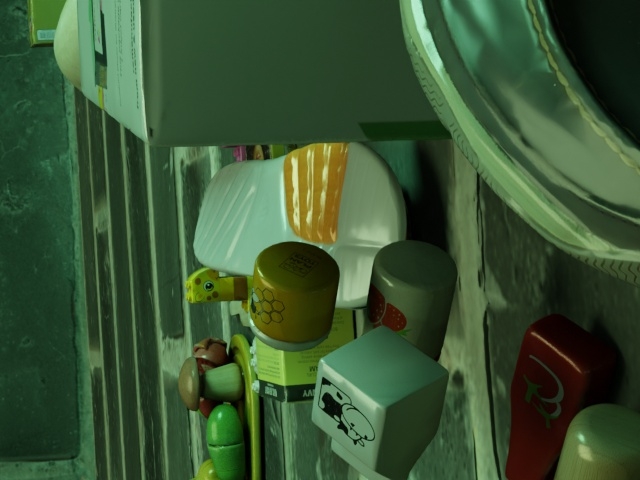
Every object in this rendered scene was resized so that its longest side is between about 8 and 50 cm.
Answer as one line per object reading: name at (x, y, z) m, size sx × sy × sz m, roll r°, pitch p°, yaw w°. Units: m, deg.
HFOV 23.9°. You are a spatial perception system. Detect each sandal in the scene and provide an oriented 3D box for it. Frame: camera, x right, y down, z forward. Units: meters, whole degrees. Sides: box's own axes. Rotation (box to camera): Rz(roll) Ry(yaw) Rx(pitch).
sandal at (0.002, -0.011, 0.984) m, size 0.265 × 0.076 × 0.102 m, roll 10°, pitch 86°, yaw 62°

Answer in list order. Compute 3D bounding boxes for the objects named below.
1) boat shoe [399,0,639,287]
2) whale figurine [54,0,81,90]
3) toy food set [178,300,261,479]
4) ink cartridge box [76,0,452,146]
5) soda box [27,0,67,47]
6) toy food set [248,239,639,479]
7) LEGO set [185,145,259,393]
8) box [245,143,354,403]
boat shoe at (0.091, -0.140, 0.508) m, size 0.130 × 0.132 × 0.355 m, roll 104°, pitch 157°, yaw -49°
whale figurine at (-0.065, -0.196, 1.061) m, size 0.272 × 0.141 × 0.216 m, roll -53°, pitch 7°, yaw -15°
toy food set at (-0.102, 0.160, 1.442) m, size 0.128 × 0.071 × 0.218 m, roll -159°, pitch 67°, yaw -74°
ink cartridge box at (-0.011, -0.119, 0.764) m, size 0.278 × 0.201 × 0.117 m, roll -146°, pitch 55°, yaw -72°
soda box at (-0.205, -0.230, 1.543) m, size 0.061 × 0.181 × 0.058 m, roll -166°, pitch 73°, yaw -75°
toy food set at (0.063, 0.093, 0.669) m, size 0.232 × 0.111 × 0.104 m, roll 35°, pitch 134°, yaw 32°
LEGO set at (-0.057, 0.014, 1.190) m, size 0.087 × 0.093 × 0.227 m, roll 175°, pitch 92°, yaw -76°
box at (-0.016, 0.000, 1.101) m, size 0.087 × 0.058 × 0.232 m, roll 169°, pitch 97°, yaw -75°
